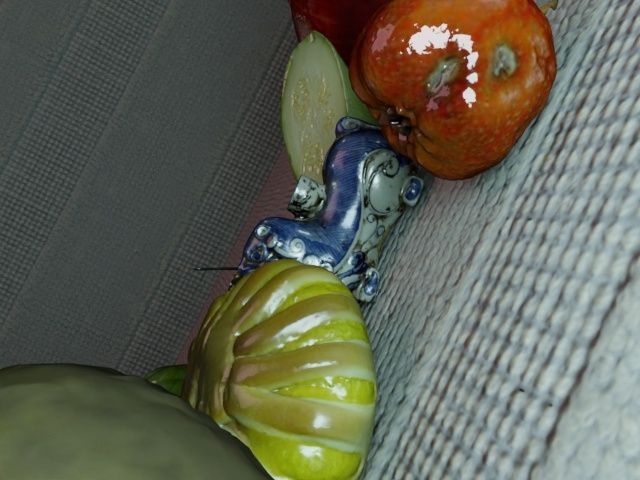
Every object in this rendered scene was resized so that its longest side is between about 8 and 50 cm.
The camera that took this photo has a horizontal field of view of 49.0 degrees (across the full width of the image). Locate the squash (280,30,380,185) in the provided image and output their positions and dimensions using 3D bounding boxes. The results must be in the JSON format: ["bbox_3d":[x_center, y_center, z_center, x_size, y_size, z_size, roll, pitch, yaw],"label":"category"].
[{"bbox_3d":[-0.005,-0.194,1.169,0.189,0.261,0.189,-35,8,5],"label":"squash"}]

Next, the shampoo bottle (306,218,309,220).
[{"bbox_3d":[0.000,0.000,1.226,0.085,0.085,0.262,-57,13,30],"label":"shampoo bottle"}]

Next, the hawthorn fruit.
[{"bbox_3d":[0.163,-0.192,0.730,0.243,0.207,0.207,-38,8,-9],"label":"hawthorn fruit"}]

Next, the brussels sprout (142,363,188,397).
[{"bbox_3d":[-0.284,0.361,1.409,0.244,0.244,0.244,-59,12,21],"label":"brussels sprout"}]

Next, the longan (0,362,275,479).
[{"bbox_3d":[-0.176,0.313,0.519,0.404,0.403,0.436,155,118,-72],"label":"longan"}]

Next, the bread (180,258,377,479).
[{"bbox_3d":[-0.063,0.167,0.790,0.333,0.160,0.333,-42,40,50],"label":"bread"}]

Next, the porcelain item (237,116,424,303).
[{"bbox_3d":[0.018,-0.034,0.973,0.288,0.186,0.138,-65,8,-5],"label":"porcelain item"}]

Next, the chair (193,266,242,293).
[{"bbox_3d":[-0.114,0.121,1.218,0.247,0.172,0.159,9,-99,-71],"label":"chair"}]

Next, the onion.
[{"bbox_3d":[0.096,-0.448,1.254,0.341,0.341,0.341,-59,12,21],"label":"onion"}]
